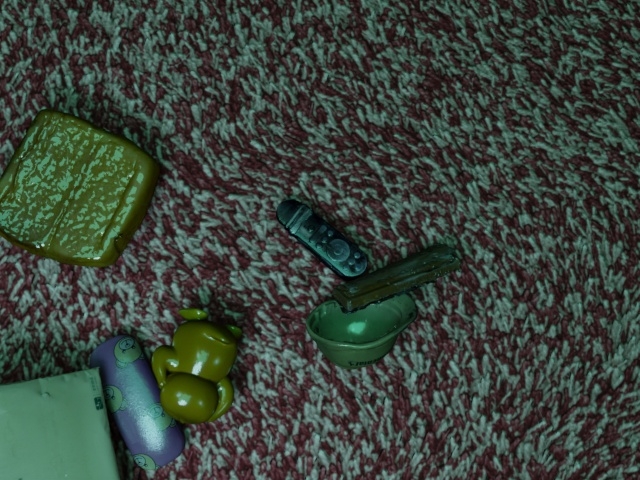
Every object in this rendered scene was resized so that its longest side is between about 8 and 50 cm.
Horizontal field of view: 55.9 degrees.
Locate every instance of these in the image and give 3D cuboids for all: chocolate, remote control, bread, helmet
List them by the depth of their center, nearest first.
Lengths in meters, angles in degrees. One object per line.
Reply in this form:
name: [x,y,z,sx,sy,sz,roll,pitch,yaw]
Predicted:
helmet: [0.101,0.224,1.407,0.258,0.204,0.137,-13,119,-8]
bread: [-0.567,-0.109,1.421,0.328,0.148,0.336,21,79,-4]
chocolate: [0.183,0.082,1.434,0.330,0.102,0.065,-20,122,-18]
remote control: [0.000,0.000,1.482,0.266,0.066,0.090,40,68,7]

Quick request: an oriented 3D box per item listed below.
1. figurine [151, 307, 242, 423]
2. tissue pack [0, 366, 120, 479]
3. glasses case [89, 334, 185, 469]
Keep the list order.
figurine: [-0.273,0.280,1.345,0.215,0.215,0.228,27,85,1]
tissue pack: [-0.586,0.478,1.238,0.207,0.297,0.380,-24,77,39]
glasses case: [-0.421,0.369,1.388,0.123,0.076,0.316,-27,84,-6]
